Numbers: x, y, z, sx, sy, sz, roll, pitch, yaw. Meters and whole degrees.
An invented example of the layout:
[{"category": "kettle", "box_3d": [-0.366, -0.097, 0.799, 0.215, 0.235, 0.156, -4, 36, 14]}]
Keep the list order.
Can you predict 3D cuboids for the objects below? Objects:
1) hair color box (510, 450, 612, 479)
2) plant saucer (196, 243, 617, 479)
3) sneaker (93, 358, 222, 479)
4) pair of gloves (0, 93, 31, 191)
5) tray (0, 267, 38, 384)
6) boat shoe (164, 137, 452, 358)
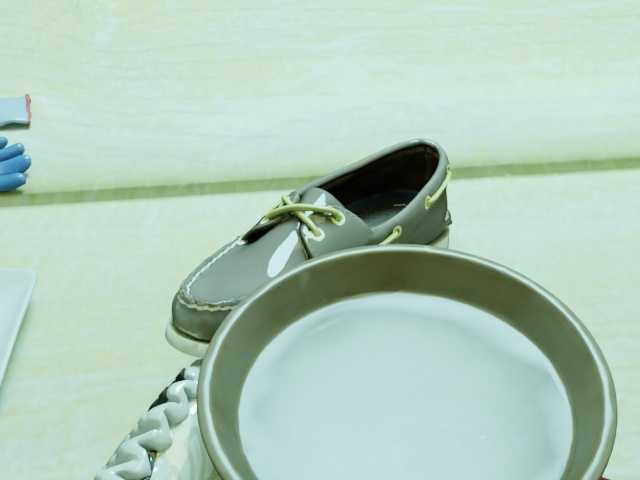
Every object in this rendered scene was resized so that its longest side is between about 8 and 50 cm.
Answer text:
[{"category": "hair color box", "box_3d": [0.270, 0.284, 0.734, 0.374, 0.113, 0.185, 17, 46, 15]}, {"category": "plant saucer", "box_3d": [0.056, 0.108, 0.814, 0.278, 0.041, 0.278, 0, 42, 0]}, {"category": "sneaker", "box_3d": [-0.108, 0.190, 0.853, 0.118, 0.110, 0.292, 37, 43, 0]}, {"category": "pair of gloves", "box_3d": [-0.364, -0.099, 1.197, 0.159, 0.023, 0.198, -5, 45, -6]}, {"category": "tray", "box_3d": [-0.381, 0.075, 1.008, 0.270, 0.030, 0.145, 4, 45, 3]}, {"category": "boat shoe", "box_3d": [0.000, 0.000, 0.984, 0.116, 0.096, 0.324, 25, 33, 34]}]
